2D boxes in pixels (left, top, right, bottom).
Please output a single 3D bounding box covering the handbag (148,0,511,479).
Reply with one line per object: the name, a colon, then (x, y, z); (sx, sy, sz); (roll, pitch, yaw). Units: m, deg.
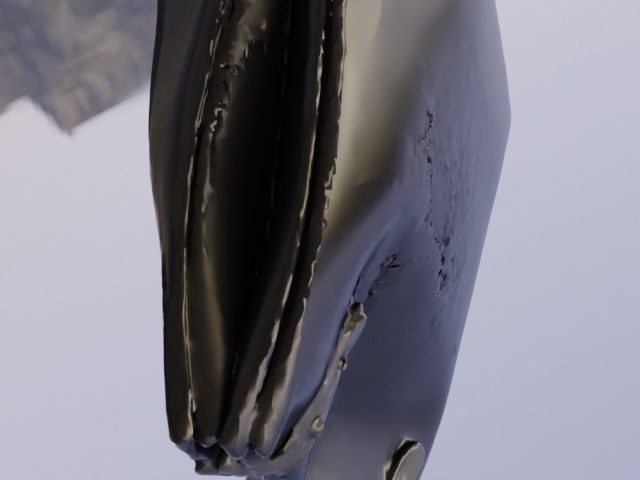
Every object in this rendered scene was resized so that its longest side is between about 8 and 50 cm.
handbag: (0.000, 0.000, 0.822); (0.152, 0.342, 0.288); (2, -116, 14)
